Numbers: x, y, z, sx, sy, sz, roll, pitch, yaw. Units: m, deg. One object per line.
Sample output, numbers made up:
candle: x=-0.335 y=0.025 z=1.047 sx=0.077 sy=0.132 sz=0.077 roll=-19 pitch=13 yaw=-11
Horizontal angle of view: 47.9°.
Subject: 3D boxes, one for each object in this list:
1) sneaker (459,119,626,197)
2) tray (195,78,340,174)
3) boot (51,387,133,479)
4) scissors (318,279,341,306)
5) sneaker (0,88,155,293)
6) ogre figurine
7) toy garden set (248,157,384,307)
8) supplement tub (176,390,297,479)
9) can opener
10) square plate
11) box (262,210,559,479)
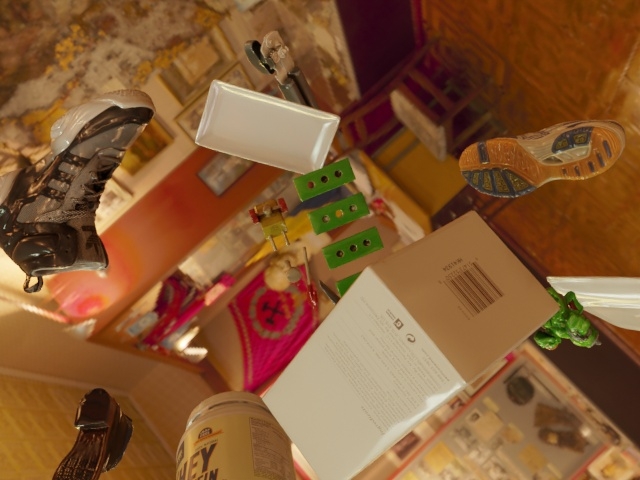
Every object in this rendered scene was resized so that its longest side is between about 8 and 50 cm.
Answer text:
sneaker: x=0.403 y=-0.152 z=1.308 sx=0.296 sy=0.131 sz=0.112 roll=-2 pitch=109 yaw=38
tray: x=-0.107 y=-0.229 z=1.471 sx=0.270 sy=0.145 sz=0.030 roll=14 pitch=-151 yaw=-16
boot: x=-0.349 y=0.354 z=1.131 sx=0.106 sy=0.082 sz=0.219 roll=61 pitch=-148 yaw=-51
scissors: x=0.107 y=0.178 z=1.244 sx=0.297 sy=0.109 sz=0.021 roll=62 pitch=173 yaw=0
sneaker: x=-0.279 y=-0.051 z=0.857 sx=0.153 sy=0.268 sz=0.101 roll=57 pitch=-167 yaw=13
ogre figurine: x=0.362 y=0.114 z=1.131 sx=0.118 sy=0.097 sz=0.197 roll=35 pitch=161 yaw=-32
toy garden set: x=0.000 y=0.000 z=1.319 sx=0.049 sy=0.203 sz=0.244 roll=-152 pitch=40 yaw=-84
supplement tub: x=-0.163 y=0.475 z=1.403 sx=0.235 sy=0.235 sz=0.325 roll=49 pitch=-170 yaw=-27
can opener: x=-0.080 y=-0.381 z=1.730 sx=0.093 sy=0.074 sz=0.280 roll=8 pitch=147 yaw=39
square plate: x=0.642 y=0.127 z=1.316 sx=0.344 sy=0.049 sz=0.347 roll=1 pitch=165 yaw=42
box: x=0.104 y=0.152 z=0.946 sx=0.168 sy=0.215 sz=0.345 roll=51 pitch=137 yaw=16
